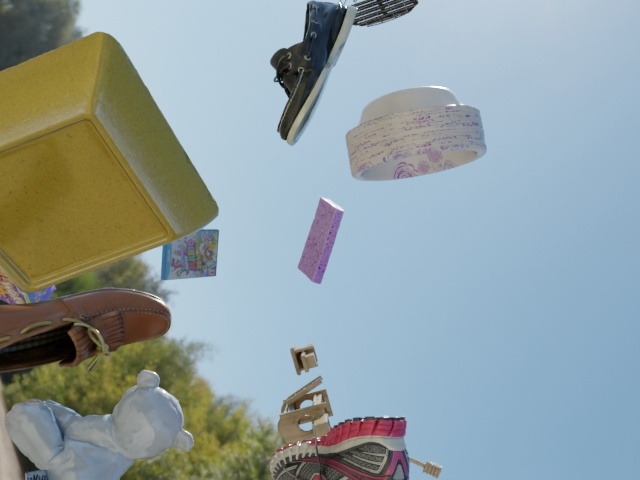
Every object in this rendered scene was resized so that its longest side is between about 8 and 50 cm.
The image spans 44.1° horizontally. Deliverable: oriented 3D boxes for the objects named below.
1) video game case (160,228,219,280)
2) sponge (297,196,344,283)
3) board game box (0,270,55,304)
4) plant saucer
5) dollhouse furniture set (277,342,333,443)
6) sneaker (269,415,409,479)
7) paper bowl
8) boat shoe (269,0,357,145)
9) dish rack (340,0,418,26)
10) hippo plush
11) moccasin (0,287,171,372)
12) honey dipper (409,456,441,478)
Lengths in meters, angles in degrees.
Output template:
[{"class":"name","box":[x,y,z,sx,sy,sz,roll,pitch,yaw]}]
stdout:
[{"class":"video game case","box":[-0.312,0.032,1.900,0.015,0.166,0.119,9,-83,39]},{"class":"sponge","box":[0.000,0.000,2.090,0.117,0.031,0.210,42,-63,62]},{"class":"board game box","box":[-0.678,-0.003,1.578,0.233,0.078,0.347,23,-32,7]},{"class":"plant saucer","box":[-0.344,-0.064,1.039,0.081,0.332,0.333,-102,169,-45]},{"class":"dollhouse furniture set","box":[-0.045,0.293,1.497,0.182,0.101,0.161,-70,145,-86]},{"class":"sneaker","box":[0.018,0.340,1.143,0.299,0.121,0.112,-42,-132,51]},{"class":"paper bowl","box":[0.193,-0.223,1.640,0.284,0.284,0.148,153,-71,-68]},{"class":"boat shoe","box":[-0.033,-0.321,1.446,0.127,0.113,0.340,119,-6,-64]},{"class":"dish rack","box":[0.115,-0.653,1.915,0.271,0.208,0.074,56,35,-38]},{"class":"hippo plush","box":[-0.352,0.304,1.291,0.234,0.236,0.294,51,-11,4]},{"class":"moccasin","box":[-0.448,0.171,1.424,0.147,0.380,0.139,57,-47,37]},{"class":"honey dipper","box":[0.202,0.506,1.833,0.160,0.030,0.030,23,-36,5]}]
